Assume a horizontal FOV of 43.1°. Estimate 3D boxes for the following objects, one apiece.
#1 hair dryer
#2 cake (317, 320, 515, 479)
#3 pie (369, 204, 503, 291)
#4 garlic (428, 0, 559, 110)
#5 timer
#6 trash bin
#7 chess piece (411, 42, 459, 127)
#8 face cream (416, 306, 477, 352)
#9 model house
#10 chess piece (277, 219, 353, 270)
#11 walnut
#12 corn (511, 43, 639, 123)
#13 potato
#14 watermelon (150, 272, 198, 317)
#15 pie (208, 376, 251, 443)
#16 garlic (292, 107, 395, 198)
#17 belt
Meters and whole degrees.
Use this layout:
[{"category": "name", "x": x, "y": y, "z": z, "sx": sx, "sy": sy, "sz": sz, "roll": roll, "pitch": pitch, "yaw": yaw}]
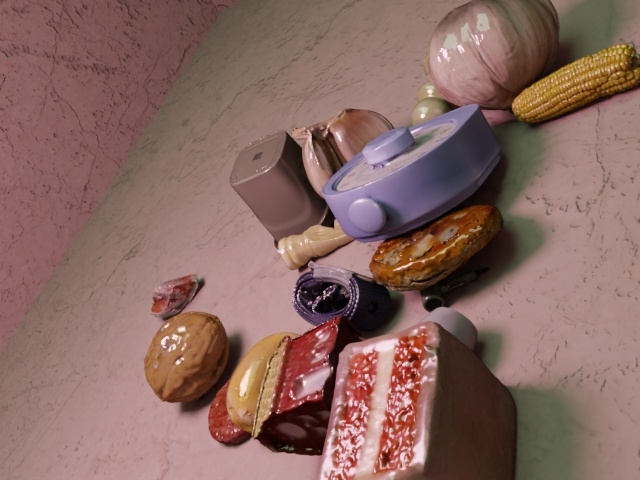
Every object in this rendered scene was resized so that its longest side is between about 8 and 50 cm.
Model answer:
[{"category": "hair dryer", "x": 0.267, "y": 0.083, "z": 1.613, "sx": 0.150, "sy": 0.047, "sz": 0.071, "roll": -29, "pitch": 33, "yaw": 19}, {"category": "cake", "x": 0.155, "y": 0.317, "z": 1.299, "sx": 0.237, "sy": 0.230, "sz": 0.309, "roll": -27, "pitch": 37, "yaw": 36}, {"category": "pie", "x": 0.229, "y": 0.010, "z": 1.641, "sx": 0.308, "sy": 0.085, "sz": 0.308, "roll": -30, "pitch": 17, "yaw": 10}, {"category": "garlic", "x": 0.397, "y": -0.421, "z": 1.827, "sx": 0.317, "sy": 0.259, "sz": 0.317, "roll": -22, "pitch": 0, "yaw": 0}, {"category": "timer", "x": 0.173, "y": -0.146, "z": 1.760, "sx": 0.395, "sy": 0.173, "sz": 0.395, "roll": -27, "pitch": 15, "yaw": 8}, {"category": "trash bin", "x": -0.093, "y": -0.136, "z": 2.128, "sx": 0.219, "sy": 0.250, "sz": 0.220, "roll": -22, "pitch": 38, "yaw": 30}, {"category": "chess piece", "x": 0.302, "y": -0.365, "z": 2.018, "sx": 0.144, "sy": 0.144, "sz": 0.251, "roll": -9, "pitch": 54, "yaw": 48}, {"category": "face cream", "x": 0.221, "y": 0.188, "z": 1.470, "sx": 0.117, "sy": 0.117, "sz": 0.104, "roll": -2, "pitch": 45, "yaw": 51}, {"category": "model house", "x": -0.020, "y": 0.285, "z": 1.516, "sx": 0.254, "sy": 0.160, "sz": 0.196, "roll": -27, "pitch": 36, "yaw": 36}, {"category": "chess piece", "x": 0.000, "y": 0.000, "z": 2.030, "sx": 0.200, "sy": 0.090, "sz": 0.090, "roll": -23, "pitch": 36, "yaw": 18}, {"category": "walnut", "x": -0.327, "y": 0.285, "z": 1.991, "sx": 0.245, "sy": 0.198, "sz": 0.198, "roll": -56, "pitch": 31, "yaw": -13}, {"category": "corn", "x": 0.533, "y": -0.323, "z": 1.697, "sx": 0.292, "sy": 0.101, "sz": 0.101, "roll": -21, "pitch": 39, "yaw": 43}, {"category": "potato", "x": -0.106, "y": 0.300, "z": 1.727, "sx": 0.234, "sy": 0.150, "sz": 0.146, "roll": -52, "pitch": 25, "yaw": -23}, {"category": "watermelon", "x": -0.434, "y": 0.165, "z": 2.349, "sx": 0.187, "sy": 0.139, "sz": 0.071, "roll": -42, "pitch": 64, "yaw": 9}, {"category": "pie", "x": -0.187, "y": 0.377, "z": 1.842, "sx": 0.182, "sy": 0.049, "sz": 0.182, "roll": -32, "pitch": 35, "yaw": 26}, {"category": "garlic", "x": 0.077, "y": -0.206, "z": 2.029, "sx": 0.210, "sy": 0.292, "sz": 0.237, "roll": -33, "pitch": 7, "yaw": 40}, {"category": "belt", "x": 0.050, "y": 0.128, "z": 1.759, "sx": 0.230, "sy": 0.126, "sz": 0.139, "roll": 5, "pitch": 81, "yaw": 53}]
